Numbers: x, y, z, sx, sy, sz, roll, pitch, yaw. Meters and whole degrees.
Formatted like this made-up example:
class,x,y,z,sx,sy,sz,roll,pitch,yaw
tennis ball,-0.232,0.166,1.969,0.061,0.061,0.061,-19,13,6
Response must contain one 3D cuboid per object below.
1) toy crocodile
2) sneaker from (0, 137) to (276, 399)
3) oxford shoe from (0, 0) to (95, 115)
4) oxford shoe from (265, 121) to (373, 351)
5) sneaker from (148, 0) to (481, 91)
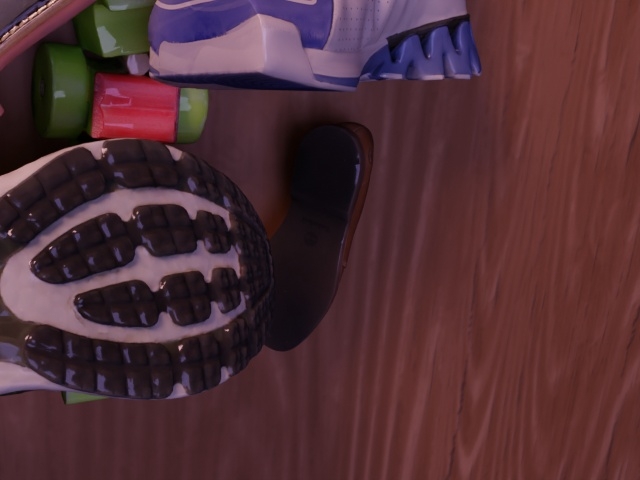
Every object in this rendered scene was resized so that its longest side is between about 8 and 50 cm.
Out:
class,x,y,z,sx,sy,sz,roll,pitch,yaw
toy crocodile,-0.146,-0.031,0.651,0.115,0.105,0.341,0,113,-28
sneaker,-0.208,0.031,0.538,0.410,0.182,0.158,-6,89,-42
oxford shoe,-0.193,-0.191,0.502,0.397,0.140,0.146,-56,143,-4
oxford shoe,0.000,0.000,0.770,0.076,0.076,0.212,-32,148,-61
sneaker,0.008,-0.196,0.625,0.315,0.127,0.182,-19,111,-54
